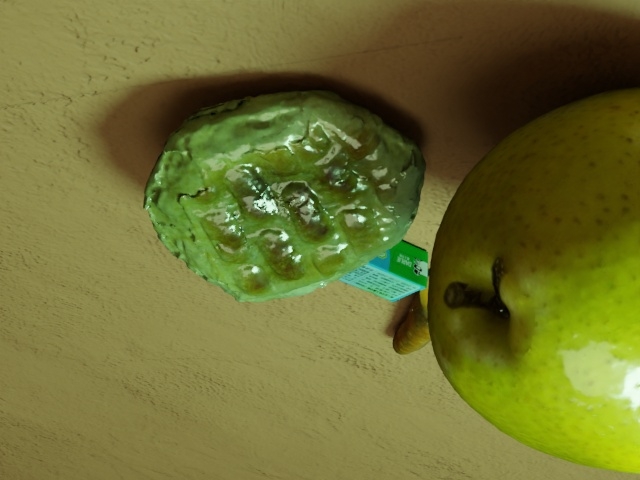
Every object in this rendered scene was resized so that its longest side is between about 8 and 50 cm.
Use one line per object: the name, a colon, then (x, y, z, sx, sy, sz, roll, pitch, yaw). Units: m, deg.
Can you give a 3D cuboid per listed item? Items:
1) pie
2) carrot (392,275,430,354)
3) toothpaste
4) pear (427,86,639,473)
pie: (-0.037, -0.042, 1.708, 0.306, 0.071, 0.306, -5, 139, -4)
carrot: (0.124, 0.100, 2.055, 0.061, 0.061, 0.210, 9, 158, -9)
toothpaste: (0.000, 0.000, 1.870, 0.266, 0.050, 0.065, 23, 146, -32)
pear: (0.295, 0.039, 1.578, 0.418, 0.362, 0.362, -12, 165, -34)
